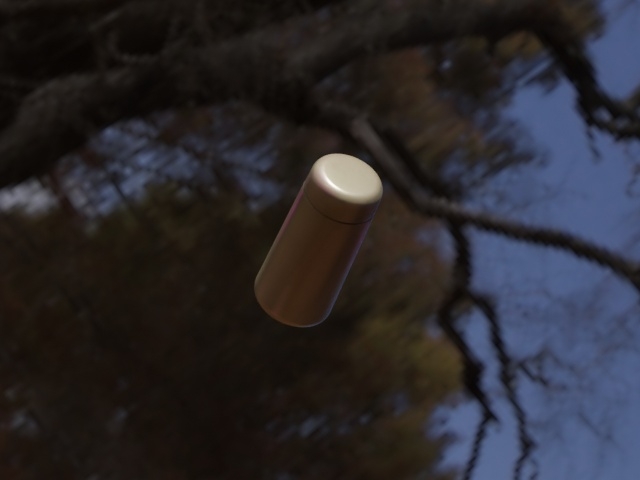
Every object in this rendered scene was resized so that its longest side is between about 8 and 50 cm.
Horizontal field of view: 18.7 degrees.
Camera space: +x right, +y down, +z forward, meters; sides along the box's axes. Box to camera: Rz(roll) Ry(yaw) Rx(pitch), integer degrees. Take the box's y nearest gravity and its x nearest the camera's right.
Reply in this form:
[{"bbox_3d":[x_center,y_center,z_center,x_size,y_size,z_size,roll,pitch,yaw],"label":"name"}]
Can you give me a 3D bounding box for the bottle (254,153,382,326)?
[{"bbox_3d":[0.000,0.000,1.038,0.045,0.045,0.096,42,-50,19],"label":"bottle"}]
